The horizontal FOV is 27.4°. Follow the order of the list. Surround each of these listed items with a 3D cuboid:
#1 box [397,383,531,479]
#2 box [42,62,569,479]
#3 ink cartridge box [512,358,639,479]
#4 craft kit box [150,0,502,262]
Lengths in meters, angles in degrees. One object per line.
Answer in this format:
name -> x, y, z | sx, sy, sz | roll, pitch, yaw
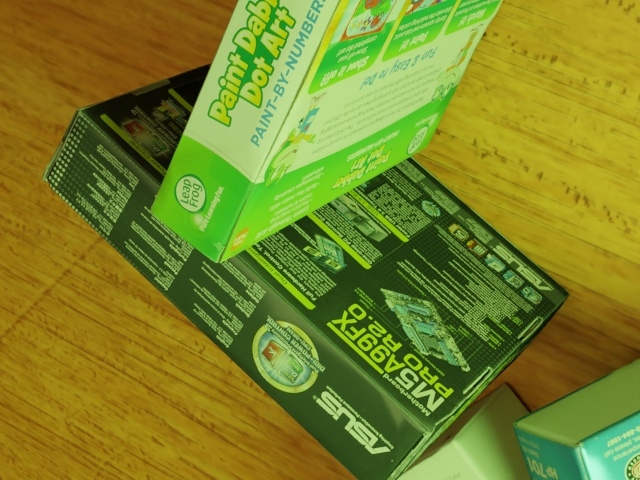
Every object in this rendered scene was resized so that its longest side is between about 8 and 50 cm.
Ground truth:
box -> 0.118, 0.209, 0.889 | 0.130, 0.091, 0.170 | -40, 85, 36
box -> 0.000, 0.000, 0.805 | 0.270, 0.216, 0.060 | 42, 125, 11
ink cartridge box -> 0.214, 0.172, 0.776 | 0.082, 0.140, 0.190 | 9, 119, 68
craft kit box -> 0.037, -0.130, 0.714 | 0.061, 0.250, 0.246 | 34, 121, 17
